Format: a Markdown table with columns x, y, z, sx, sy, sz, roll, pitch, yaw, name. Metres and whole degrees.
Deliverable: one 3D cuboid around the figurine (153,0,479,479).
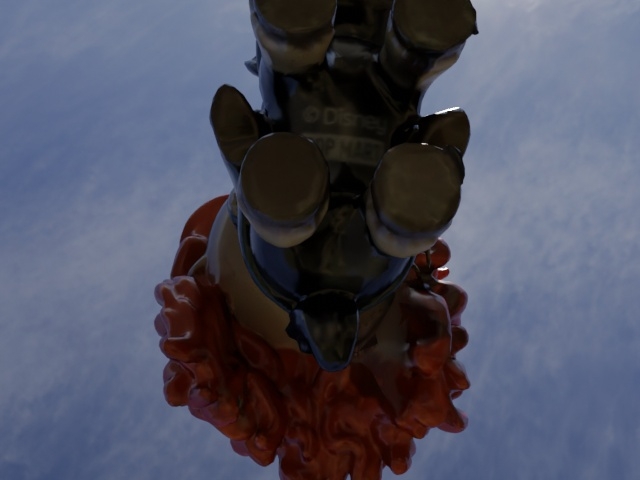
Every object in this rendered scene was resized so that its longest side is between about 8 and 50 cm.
| x | y | z | sx | sy | sz | roll | pitch | yaw | name |
| --- | --- | --- | --- | --- | --- | --- | --- | --- | --- |
| -0.001 | -0.011 | 0.529 | 0.241 | 0.411 | 0.306 | -10 | -133 | -12 | figurine |
